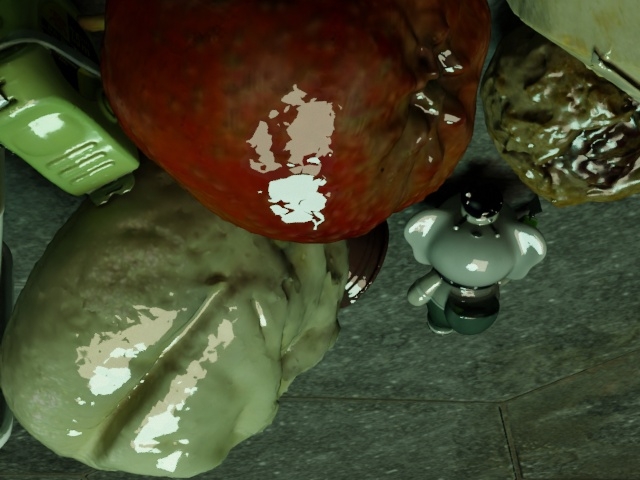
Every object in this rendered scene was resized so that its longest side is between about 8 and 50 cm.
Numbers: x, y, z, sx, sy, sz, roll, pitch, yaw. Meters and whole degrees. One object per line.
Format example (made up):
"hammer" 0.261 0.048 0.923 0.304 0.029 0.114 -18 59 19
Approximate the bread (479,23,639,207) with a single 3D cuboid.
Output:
"bread" 0.248 -0.114 1.531 0.230 0.123 0.230 -7 156 -3

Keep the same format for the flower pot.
"flower pot" 0.000 0.000 1.785 0.089 0.111 0.111 28 138 -31

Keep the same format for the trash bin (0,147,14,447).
"trash bin" -0.400 0.014 1.560 0.296 0.256 0.368 5 144 -14

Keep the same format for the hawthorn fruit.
"hawthorn fruit" -0.048 -0.140 1.324 0.330 0.287 0.287 14 165 30

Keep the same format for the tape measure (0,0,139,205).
"tape measure" -0.221 -0.129 1.396 0.087 0.154 0.177 -22 149 16

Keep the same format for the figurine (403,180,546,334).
"figurine" 0.151 0.014 1.828 0.147 0.126 0.192 6 136 -5

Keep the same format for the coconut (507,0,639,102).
"coconut" 0.271 -0.219 1.212 0.323 0.323 0.323 -6 154 -3

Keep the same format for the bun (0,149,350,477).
"bun" -0.105 0.060 1.581 0.219 0.365 0.365 35 156 14
